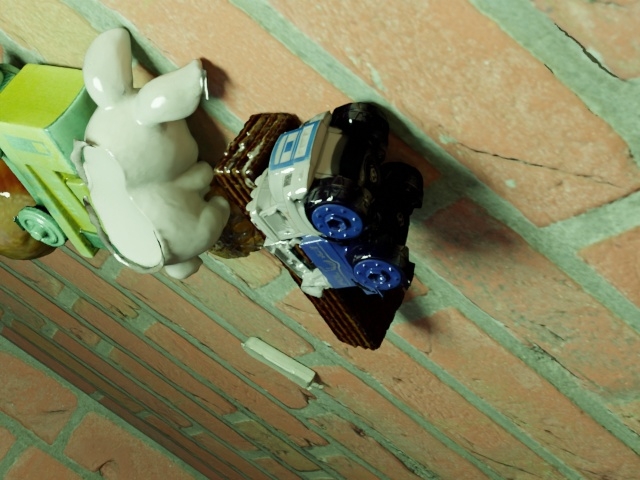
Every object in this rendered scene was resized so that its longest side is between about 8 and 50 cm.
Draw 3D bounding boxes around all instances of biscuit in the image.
[{"bbox_3d":[0.000,0.000,1.186,0.073,0.107,0.388,6,144,38],"label":"biscuit"}]

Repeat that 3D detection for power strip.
[{"bbox_3d":[-0.076,0.251,1.801,0.191,0.030,0.047,30,153,6],"label":"power strip"}]

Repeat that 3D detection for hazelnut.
[{"bbox_3d":[-0.560,-0.066,1.605,0.210,0.186,0.210,20,146,14],"label":"hazelnut"}]

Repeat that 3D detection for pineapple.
[{"bbox_3d":[-0.166,-0.037,1.350,0.225,0.076,0.224,24,153,13],"label":"pineapple"}]

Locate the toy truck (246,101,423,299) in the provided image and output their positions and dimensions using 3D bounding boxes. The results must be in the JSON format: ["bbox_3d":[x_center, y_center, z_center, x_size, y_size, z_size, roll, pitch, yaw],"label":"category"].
[{"bbox_3d":[0.013,-0.035,1.006,0.177,0.161,0.213,-12,134,30],"label":"toy truck"}]

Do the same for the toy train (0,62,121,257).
[{"bbox_3d":[-0.397,-0.116,1.383,0.253,0.160,0.397,13,147,27],"label":"toy train"}]

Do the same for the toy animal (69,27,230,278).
[{"bbox_3d":[-0.224,-0.101,1.172,0.209,0.154,0.325,23,134,16],"label":"toy animal"}]
